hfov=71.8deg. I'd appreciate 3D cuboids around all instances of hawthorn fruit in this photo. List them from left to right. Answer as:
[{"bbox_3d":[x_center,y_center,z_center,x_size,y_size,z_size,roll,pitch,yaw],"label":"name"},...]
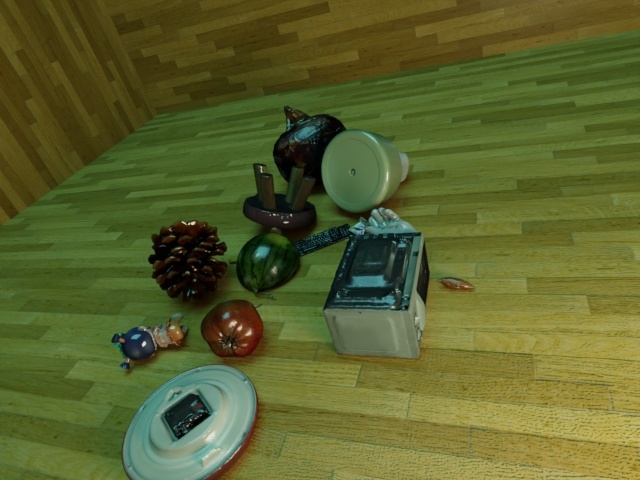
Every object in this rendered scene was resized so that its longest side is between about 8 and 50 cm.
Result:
[{"bbox_3d":[-0.230,0.219,1.197,0.163,0.162,0.203,-15,19,4],"label":"hawthorn fruit"}]

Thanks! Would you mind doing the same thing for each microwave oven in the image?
[{"bbox_3d":[0.151,0.122,1.120,0.238,0.181,0.295,-2,37,21],"label":"microwave oven"}]

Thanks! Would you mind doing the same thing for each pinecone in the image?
[{"bbox_3d":[-0.418,0.075,1.402,0.264,0.264,0.264,-12,34,8],"label":"pinecone"}]

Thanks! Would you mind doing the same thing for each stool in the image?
[{"bbox_3d":[-0.139,-0.165,1.593,0.272,0.178,0.272,7,21,-3],"label":"stool"}]

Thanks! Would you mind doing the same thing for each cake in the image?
[{"bbox_3d":[-0.196,-0.011,1.610,0.121,0.065,0.052,-38,32,11],"label":"cake"}]

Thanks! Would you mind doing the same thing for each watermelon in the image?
[{"bbox_3d":[-0.181,0.058,1.416,0.204,0.127,0.232,10,48,30],"label":"watermelon"}]

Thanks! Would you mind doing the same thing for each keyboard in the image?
[{"bbox_3d":[0.000,-0.001,1.509,0.231,0.023,0.072,-21,36,-4],"label":"keyboard"}]

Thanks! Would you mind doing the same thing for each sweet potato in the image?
[{"bbox_3d":[0.359,0.116,1.168,0.095,0.034,0.034,14,44,23],"label":"sweet potato"}]

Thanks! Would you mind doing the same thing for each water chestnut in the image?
[{"bbox_3d":[-0.055,-0.406,1.842,0.335,0.346,0.335,-33,-5,-3],"label":"water chestnut"}]

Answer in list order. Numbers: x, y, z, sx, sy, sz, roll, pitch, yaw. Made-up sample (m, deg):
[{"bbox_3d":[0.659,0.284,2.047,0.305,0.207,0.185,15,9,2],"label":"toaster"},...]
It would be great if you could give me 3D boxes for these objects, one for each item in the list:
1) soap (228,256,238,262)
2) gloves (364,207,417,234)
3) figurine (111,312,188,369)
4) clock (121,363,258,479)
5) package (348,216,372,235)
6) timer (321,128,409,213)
[{"bbox_3d":[-0.281,0.066,1.549,0.089,0.012,0.034,-3,37,21],"label":"soap"},{"bbox_3d":[0.221,-0.030,1.384,0.119,0.097,0.229,-23,38,-16],"label":"gloves"},{"bbox_3d":[-0.484,0.275,1.255,0.195,0.111,0.102,-21,13,-5],"label":"figurine"},{"bbox_3d":[-0.294,0.409,1.001,0.319,0.080,0.318,-12,35,8],"label":"clock"},{"bbox_3d":[0.141,-0.047,1.501,0.059,0.029,0.083,30,55,20],"label":"package"},{"bbox_3d":[0.208,-0.267,1.629,0.291,0.290,0.315,14,22,39],"label":"timer"}]
